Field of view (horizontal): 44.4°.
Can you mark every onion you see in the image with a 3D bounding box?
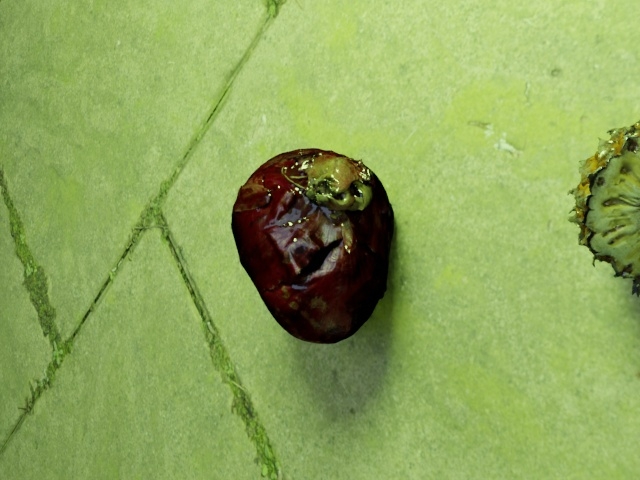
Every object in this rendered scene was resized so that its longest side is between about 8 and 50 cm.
[{"bbox_3d":[-0.008,0.007,1.081,0.281,0.221,0.281,178,90,-64],"label":"onion"}]

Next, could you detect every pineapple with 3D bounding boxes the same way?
[{"bbox_3d":[0.336,-0.052,0.810,0.161,0.137,0.176,31,111,-4],"label":"pineapple"}]
